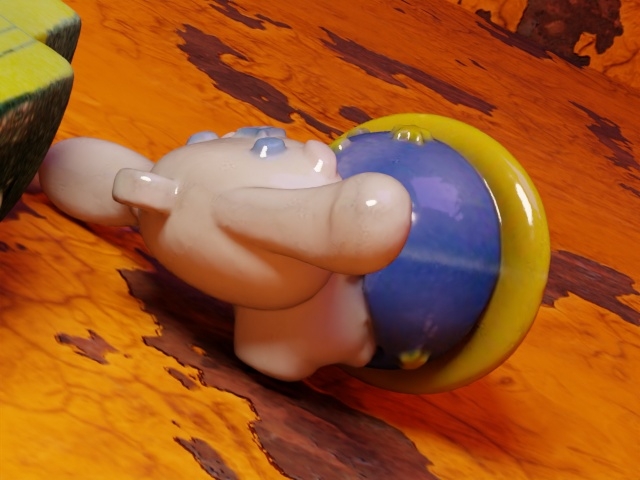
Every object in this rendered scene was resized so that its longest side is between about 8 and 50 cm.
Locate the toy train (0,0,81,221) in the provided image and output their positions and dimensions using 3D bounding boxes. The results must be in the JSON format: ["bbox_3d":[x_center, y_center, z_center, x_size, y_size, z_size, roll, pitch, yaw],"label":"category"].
[{"bbox_3d":[-0.261,-0.087,0.840,0.272,0.179,0.442,35,15,-2],"label":"toy train"}]

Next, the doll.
[{"bbox_3d":[-0.019,0.008,1.042,0.311,0.159,0.242,12,16,38],"label":"doll"}]
